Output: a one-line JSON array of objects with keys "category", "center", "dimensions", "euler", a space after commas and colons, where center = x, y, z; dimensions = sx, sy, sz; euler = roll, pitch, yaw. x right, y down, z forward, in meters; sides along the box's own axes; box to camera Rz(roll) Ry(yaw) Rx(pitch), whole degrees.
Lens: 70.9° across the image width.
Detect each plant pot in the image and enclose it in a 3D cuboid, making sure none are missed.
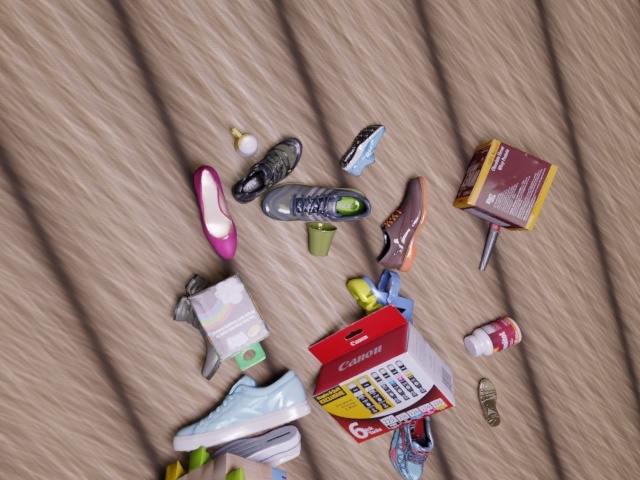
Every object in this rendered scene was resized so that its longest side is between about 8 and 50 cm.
[{"category": "plant pot", "center": [0.000, 0.000, 1.214], "dimensions": [0.083, 0.083, 0.079], "euler": [2, 108, -14]}]

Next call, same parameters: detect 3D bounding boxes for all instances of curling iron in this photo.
[{"category": "curling iron", "center": [0.542, -0.035, 1.361], "dimensions": [0.068, 0.035, 0.274], "euler": [22, 90, -15]}]

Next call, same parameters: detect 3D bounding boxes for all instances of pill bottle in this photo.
[{"category": "pill bottle", "center": [0.521, 0.297, 1.368], "dimensions": [0.152, 0.086, 0.086], "euler": [-19, 101, -11]}]

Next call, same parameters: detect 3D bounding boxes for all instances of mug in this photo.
[{"category": "mug", "center": [-0.193, -0.245, 1.139], "dimensions": [0.078, 0.064, 0.062], "euler": [14, 93, -15]}]

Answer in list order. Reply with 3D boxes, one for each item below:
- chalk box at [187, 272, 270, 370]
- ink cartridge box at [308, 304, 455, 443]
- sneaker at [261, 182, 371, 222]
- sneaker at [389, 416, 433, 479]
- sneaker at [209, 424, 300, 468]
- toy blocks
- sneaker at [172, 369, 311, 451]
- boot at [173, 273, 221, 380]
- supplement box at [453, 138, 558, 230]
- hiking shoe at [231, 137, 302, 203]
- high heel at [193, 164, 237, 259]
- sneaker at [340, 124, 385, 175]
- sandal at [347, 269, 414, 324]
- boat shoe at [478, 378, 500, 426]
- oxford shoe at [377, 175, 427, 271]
[{"category": "chalk box", "center": [-0.209, 0.201, 1.078], "dimensions": [0.132, 0.132, 0.213], "euler": [-27, 90, -16]}, {"category": "ink cartridge box", "center": [0.143, 0.356, 1.185], "dimensions": [0.309, 0.130, 0.272], "euler": [-35, 105, 27]}, {"category": "sneaker", "center": [-0.004, -0.098, 1.173], "dimensions": [0.299, 0.121, 0.111], "euler": [-3, 97, -14]}, {"category": "sneaker", "center": [0.271, 0.600, 1.318], "dimensions": [0.104, 0.125, 0.262], "euler": [-3, 97, -13]}, {"category": "sneaker", "center": [-0.173, 0.593, 1.224], "dimensions": [0.258, 0.094, 0.091], "euler": [-13, 108, -8]}, {"category": "toy blocks", "center": [-0.228, 0.656, 1.117], "dimensions": [0.381, 0.191, 0.261], "euler": [-37, 127, 23]}, {"category": "sneaker", "center": [-0.216, 0.444, 1.198], "dimensions": [0.365, 0.135, 0.150], "euler": [-15, 70, -8]}, {"category": "boot", "center": [-0.306, 0.221, 1.164], "dimensions": [0.161, 0.083, 0.247], "euler": [20, 84, -11]}, {"category": "supplement box", "center": [0.516, -0.152, 1.274], "dimensions": [0.194, 0.129, 0.191], "euler": [22, 90, -2]}, {"category": "hiking shoe", "center": [-0.125, -0.174, 1.138], "dimensions": [0.227, 0.114, 0.086], "euler": [-45, 105, -6]}, {"category": "high heel", "center": [-0.256, -0.065, 1.115], "dimensions": [0.082, 0.117, 0.244], "euler": [-11, 99, -13]}, {"category": "sneaker", "center": [0.125, -0.246, 1.231], "dimensions": [0.073, 0.063, 0.162], "euler": [37, 91, -33]}, {"category": "sandal", "center": [0.215, 0.209, 1.266], "dimensions": [0.138, 0.126, 0.317], "euler": [-37, 105, -12]}, {"category": "boat shoe", "center": [0.528, 0.507, 1.420], "dimensions": [0.056, 0.048, 0.153], "euler": [-16, 93, 1]}, {"category": "oxford shoe", "center": [0.228, -0.050, 1.253], "dimensions": [0.098, 0.097, 0.272], "euler": [11, 93, -9]}]
